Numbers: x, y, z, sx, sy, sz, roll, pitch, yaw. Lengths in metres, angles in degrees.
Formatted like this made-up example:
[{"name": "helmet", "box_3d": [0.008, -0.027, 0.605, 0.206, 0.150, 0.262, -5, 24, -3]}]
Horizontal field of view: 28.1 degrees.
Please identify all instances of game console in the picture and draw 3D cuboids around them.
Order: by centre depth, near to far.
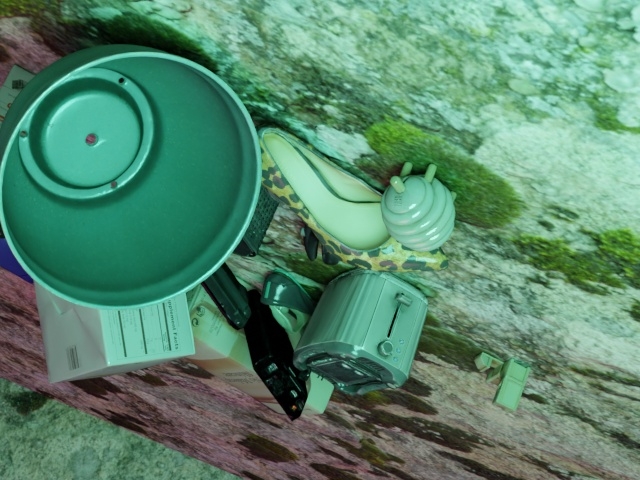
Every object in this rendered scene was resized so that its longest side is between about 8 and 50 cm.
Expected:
[{"name": "game console", "box_3d": [-0.124, 0.090, 1.878, 0.361, 0.044, 0.213, 57, -175, -25]}]

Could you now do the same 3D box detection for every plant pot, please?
[{"name": "plant pot", "box_3d": [-0.239, -0.094, 1.444, 0.293, 0.293, 0.196, 39, -178, -35]}]

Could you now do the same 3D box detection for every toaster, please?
[{"name": "toaster", "box_3d": [0.056, 0.129, 1.804, 0.129, 0.146, 0.227, 30, 158, -16]}]

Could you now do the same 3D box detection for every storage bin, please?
[{"name": "storage bin", "box_3d": [-0.144, -0.062, 1.639, 0.122, 0.084, 0.180, 13, 156, 25]}]

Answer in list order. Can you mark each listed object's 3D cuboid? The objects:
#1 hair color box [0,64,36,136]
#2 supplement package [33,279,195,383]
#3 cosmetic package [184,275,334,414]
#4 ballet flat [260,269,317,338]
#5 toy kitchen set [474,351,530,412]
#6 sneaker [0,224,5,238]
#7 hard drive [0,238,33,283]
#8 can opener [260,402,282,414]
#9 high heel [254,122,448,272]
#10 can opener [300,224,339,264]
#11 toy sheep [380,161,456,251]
[{"name": "hair color box", "box_3d": [-0.385, -0.126, 1.616, 0.093, 0.167, 0.053, 28, 158, -12]}, {"name": "supplement package", "box_3d": [-0.327, 0.103, 1.987, 0.145, 0.204, 0.262, -6, 172, -32]}, {"name": "cosmetic package", "box_3d": [-0.121, 0.165, 2.103, 0.296, 0.129, 0.153, 33, 156, -25]}, {"name": "ballet flat", "box_3d": [-0.022, 0.121, 1.976, 0.074, 0.074, 0.203, 1, 150, 45]}, {"name": "toy kitchen set", "box_3d": [0.256, 0.215, 1.904, 0.068, 0.075, 0.083, 27, 155, -7]}, {"name": "sneaker", "box_3d": [-0.482, -0.041, 1.985, 0.283, 0.124, 0.107, 37, 156, -32]}, {"name": "hard drive", "box_3d": [-0.605, -0.021, 2.279, 0.319, 0.040, 0.210, 34, 157, -28]}, {"name": "can opener", "box_3d": [-0.123, 0.243, 2.369, 0.095, 0.076, 0.283, 4, 153, 42]}, {"name": "high heel", "box_3d": [0.028, -0.045, 1.480, 0.261, 0.093, 0.186, 27, 167, 16]}, {"name": "can opener", "box_3d": [0.000, 0.000, 1.681, 0.059, 0.073, 0.186, 16, 169, -2]}, {"name": "toy sheep", "box_3d": [0.109, -0.036, 1.433, 0.091, 0.091, 0.132, 5, 153, 39]}]
